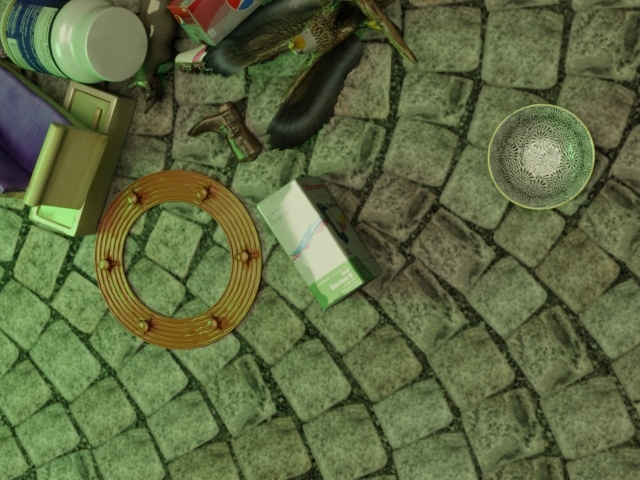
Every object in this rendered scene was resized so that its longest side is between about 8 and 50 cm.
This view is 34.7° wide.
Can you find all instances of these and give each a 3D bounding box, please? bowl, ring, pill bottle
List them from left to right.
[{"bbox_3d":[-0.431,-0.356,1.792,0.265,0.153,0.153,18,100,41],"label":"pill bottle"},{"bbox_3d":[-0.270,0.038,1.891,0.337,0.032,0.336,1,94,15],"label":"ring"},{"bbox_3d":[0.363,-0.137,1.681,0.170,0.080,0.170,1,95,15],"label":"bowl"}]

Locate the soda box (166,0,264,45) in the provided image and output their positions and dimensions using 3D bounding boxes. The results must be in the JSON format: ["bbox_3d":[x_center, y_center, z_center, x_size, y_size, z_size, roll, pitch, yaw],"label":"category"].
[{"bbox_3d":[-0.126,-0.443,1.715,0.263,0.092,0.083,-46,120,-14],"label":"soda box"}]

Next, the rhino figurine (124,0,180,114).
[{"bbox_3d":[-0.296,-0.345,1.829,0.073,0.106,0.243,14,98,14],"label":"rhino figurine"}]

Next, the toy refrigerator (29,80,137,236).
[{"bbox_3d":[-0.440,-0.150,1.890,0.102,0.094,0.269,22,99,13],"label":"toy refrigerator"}]

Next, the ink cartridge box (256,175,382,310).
[{"bbox_3d":[0.000,0.000,1.750,0.093,0.154,0.212,-36,84,15],"label":"ink cartridge box"}]

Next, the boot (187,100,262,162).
[{"bbox_3d":[-0.172,-0.178,1.848,0.106,0.037,0.114,-33,90,17],"label":"boot"}]

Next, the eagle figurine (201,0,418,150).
[{"bbox_3d":[-0.022,-0.324,1.715,0.298,0.225,0.226,-34,59,32],"label":"eagle figurine"}]

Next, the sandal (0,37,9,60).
[{"bbox_3d":[-0.587,-0.375,1.946,0.179,0.040,0.067,-7,98,1],"label":"sandal"}]

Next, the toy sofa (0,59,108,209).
[{"bbox_3d":[-0.551,-0.203,1.802,0.362,0.177,0.150,37,108,38],"label":"toy sofa"}]

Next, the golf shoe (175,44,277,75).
[{"bbox_3d":[-0.171,-0.345,1.820,0.186,0.067,0.086,-11,85,6],"label":"golf shoe"}]
